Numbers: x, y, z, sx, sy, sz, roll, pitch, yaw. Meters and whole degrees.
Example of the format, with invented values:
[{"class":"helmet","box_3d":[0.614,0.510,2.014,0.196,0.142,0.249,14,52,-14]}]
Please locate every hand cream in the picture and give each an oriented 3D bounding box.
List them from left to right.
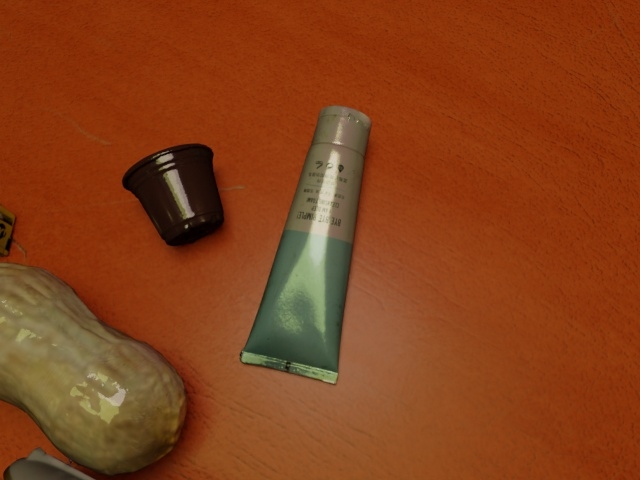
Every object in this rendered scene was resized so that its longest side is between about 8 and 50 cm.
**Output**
[{"class":"hand cream","box_3d":[0.000,0.000,0.586,0.111,0.070,0.312,13,80,5]}]

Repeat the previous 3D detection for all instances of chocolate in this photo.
[{"class":"chocolate","box_3d":[-0.270,0.118,0.511,0.309,0.134,0.134,27,74,11]}]

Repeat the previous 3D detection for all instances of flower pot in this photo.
[{"class":"flower pot","box_3d":[-0.161,-0.047,0.584,0.111,0.111,0.089,-24,83,-6]}]

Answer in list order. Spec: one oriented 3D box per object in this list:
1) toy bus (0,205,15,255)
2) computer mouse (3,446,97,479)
[{"class":"toy bus","box_3d":[-0.495,-0.021,0.593,0.226,0.081,0.074,4,72,4]},{"class":"computer mouse","box_3d":[-0.142,0.283,0.438,0.310,0.158,0.072,21,54,9]}]
